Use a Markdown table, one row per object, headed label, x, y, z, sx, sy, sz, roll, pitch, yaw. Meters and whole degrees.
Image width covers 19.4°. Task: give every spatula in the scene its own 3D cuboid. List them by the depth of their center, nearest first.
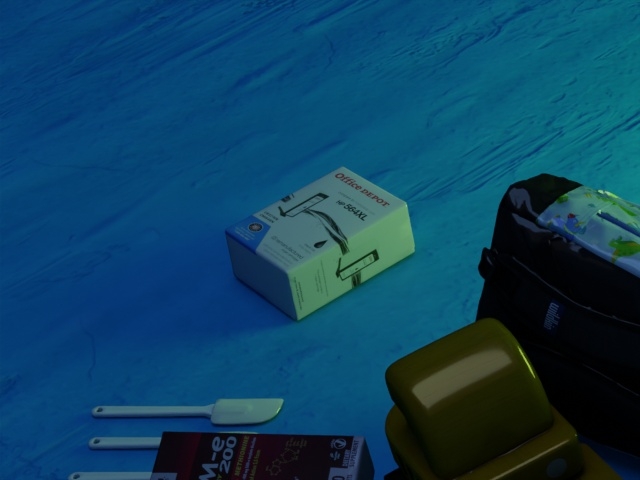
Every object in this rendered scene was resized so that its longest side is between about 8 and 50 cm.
| label | x | y | z | sx | sy | sz | roll | pitch | yaw |
| --- | --- | --- | --- | --- | --- | --- | --- | --- | --- |
| spatula | -0.176 | 0.242 | 2.240 | 0.242 | 0.019 | 0.168 | -2 | 37 | 12 |

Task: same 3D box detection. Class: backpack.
| label | x | y | z | sx | sy | sz | roll | pitch | yaw |
| --- | --- | --- | --- | --- | --- | --- | --- | --- | --- |
| backpack | 0.371 | 0.107 | 2.071 | 0.273 | 0.290 | 0.355 | -18 | 36 | -38 |

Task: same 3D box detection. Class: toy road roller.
| label | x | y | z | sx | sy | sz | roll | pitch | yaw |
| --- | --- | --- | --- | --- | --- | --- | --- | --- | --- |
| toy road roller | 0.184 | 0.235 | 1.934 | 0.202 | 0.241 | 0.329 | -26 | 33 | -11 |

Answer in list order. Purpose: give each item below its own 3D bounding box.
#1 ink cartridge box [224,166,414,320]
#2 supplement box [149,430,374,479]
| label | x | y | z | sx | sy | sz | roll | pitch | yaw |
| --- | --- | --- | --- | --- | --- | --- | --- | --- | --- |
| ink cartridge box | 0.000 | 0.000 | 2.476 | 0.203 | 0.086 | 0.148 | -31 | 39 | -25 |
| supplement box | -0.070 | 0.285 | 2.087 | 0.239 | 0.073 | 0.130 | -1 | 48 | 15 |
